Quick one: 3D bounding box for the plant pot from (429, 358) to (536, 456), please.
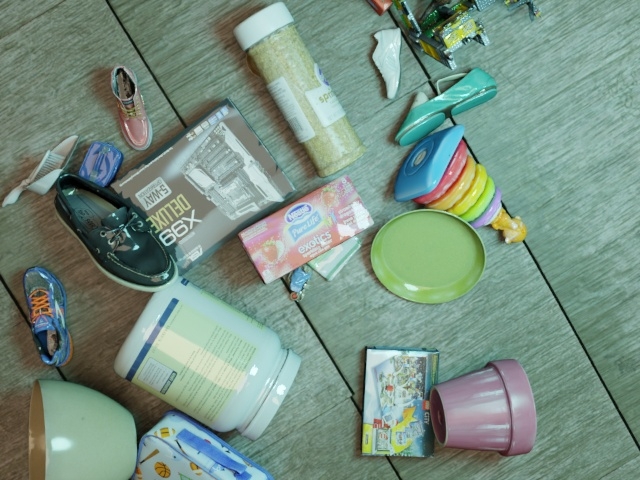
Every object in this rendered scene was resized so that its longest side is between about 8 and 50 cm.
[{"bbox_3d":[0.331,0.356,1.885,0.180,0.201,0.202,-6,94,-9],"label":"plant pot"}]

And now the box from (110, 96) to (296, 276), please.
[{"bbox_3d":[-0.242,-0.111,1.894,0.307,0.076,0.242,-36,95,0],"label":"box"}]

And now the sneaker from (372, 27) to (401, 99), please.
[{"bbox_3d":[0.142,-0.372,1.913,0.061,0.053,0.152,0,88,6],"label":"sneaker"}]

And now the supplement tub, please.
[{"bbox_3d":[-0.227,0.241,1.840,0.324,0.235,0.235,31,92,-4],"label":"supplement tub"}]

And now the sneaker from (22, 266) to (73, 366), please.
[{"bbox_3d":[-0.571,0.161,1.891,0.083,0.087,0.221,-16,95,-2],"label":"sneaker"}]

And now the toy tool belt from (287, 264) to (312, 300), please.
[{"bbox_3d":[-0.045,0.091,1.930,0.052,0.051,0.083,20,93,-4],"label":"toy tool belt"}]

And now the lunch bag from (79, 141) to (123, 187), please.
[{"bbox_3d":[-0.455,-0.161,1.885,0.067,0.065,0.099,23,93,-4],"label":"lunch bag"}]

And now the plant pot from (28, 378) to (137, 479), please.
[{"bbox_3d":[-0.482,0.421,1.842,0.190,0.284,0.284,0,94,-25],"label":"plant pot"}]

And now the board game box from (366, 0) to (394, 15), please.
[{"bbox_3d":[0.106,-0.669,1.880,0.242,0.064,0.316,-45,95,1],"label":"board game box"}]

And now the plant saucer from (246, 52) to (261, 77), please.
[{"bbox_3d":[-0.116,-0.384,1.912,0.083,0.015,0.084,0,94,-3],"label":"plant saucer"}]

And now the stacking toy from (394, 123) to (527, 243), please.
[{"bbox_3d":[0.320,-0.090,1.900,0.301,0.165,0.175,34,70,-17],"label":"stacking toy"}]

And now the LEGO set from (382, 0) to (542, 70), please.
[{"bbox_3d":[0.291,-0.502,1.801,0.331,0.192,0.255,-29,125,-7],"label":"LEGO set"}]

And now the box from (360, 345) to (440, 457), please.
[{"bbox_3d":[0.171,0.349,1.962,0.159,0.044,0.233,3,94,-4],"label":"box"}]

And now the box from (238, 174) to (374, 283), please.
[{"bbox_3d":[-0.033,-0.021,1.859,0.256,0.128,0.123,-29,90,-6],"label":"box"}]

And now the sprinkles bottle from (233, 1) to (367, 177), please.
[{"bbox_3d":[-0.041,-0.307,1.858,0.121,0.121,0.355,-31,99,0],"label":"sprinkles bottle"}]

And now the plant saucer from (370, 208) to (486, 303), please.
[{"bbox_3d":[0.227,0.028,1.901,0.240,0.037,0.241,4,124,6],"label":"plant saucer"}]

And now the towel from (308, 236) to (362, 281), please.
[{"bbox_3d":[0.000,0.000,1.941,0.152,0.023,0.113,41,90,-5],"label":"towel"}]

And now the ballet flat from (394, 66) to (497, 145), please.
[{"bbox_3d":[0.252,-0.290,1.915,0.247,0.083,0.087,-29,71,-1],"label":"ballet flat"}]

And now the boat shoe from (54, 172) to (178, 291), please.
[{"bbox_3d":[-0.414,-0.028,1.798,0.127,0.113,0.340,-32,57,-28],"label":"boat shoe"}]

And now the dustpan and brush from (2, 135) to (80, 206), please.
[{"bbox_3d":[-0.588,-0.128,1.869,0.060,0.147,0.211,33,119,-20],"label":"dustpan and brush"}]

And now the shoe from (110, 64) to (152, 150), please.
[{"bbox_3d":[-0.396,-0.275,1.872,0.063,0.081,0.178,-13,94,-2],"label":"shoe"}]

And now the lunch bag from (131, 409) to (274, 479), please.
[{"bbox_3d":[-0.235,0.496,1.843,0.303,0.115,0.243,30,127,12],"label":"lunch bag"}]
